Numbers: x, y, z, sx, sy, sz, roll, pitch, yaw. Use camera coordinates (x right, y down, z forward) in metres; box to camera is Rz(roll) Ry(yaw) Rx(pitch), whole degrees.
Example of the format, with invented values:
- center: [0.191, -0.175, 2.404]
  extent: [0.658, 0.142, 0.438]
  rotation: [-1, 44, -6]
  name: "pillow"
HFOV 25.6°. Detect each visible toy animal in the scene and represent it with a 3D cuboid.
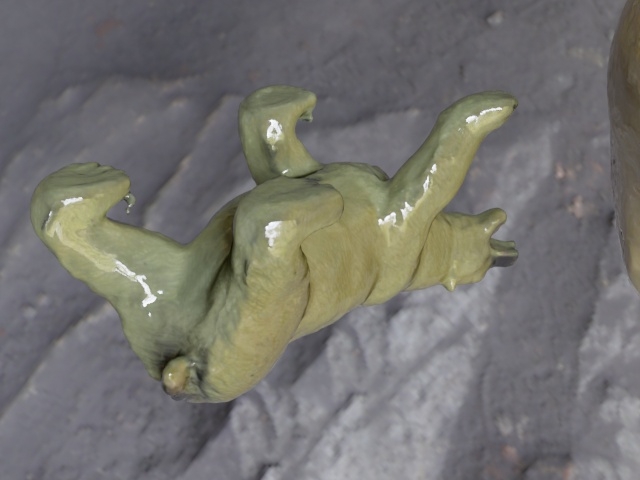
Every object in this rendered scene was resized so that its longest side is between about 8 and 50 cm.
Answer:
- center: [0.000, 0.000, 0.553]
  extent: [0.103, 0.101, 0.219]
  rotation: [14, 29, 36]
  name: "toy animal"

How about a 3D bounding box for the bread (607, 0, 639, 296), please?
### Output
- center: [0.354, -0.045, 0.887]
  extent: [0.348, 0.376, 0.253]
  rotation: [25, 70, 25]
  name: "bread"
